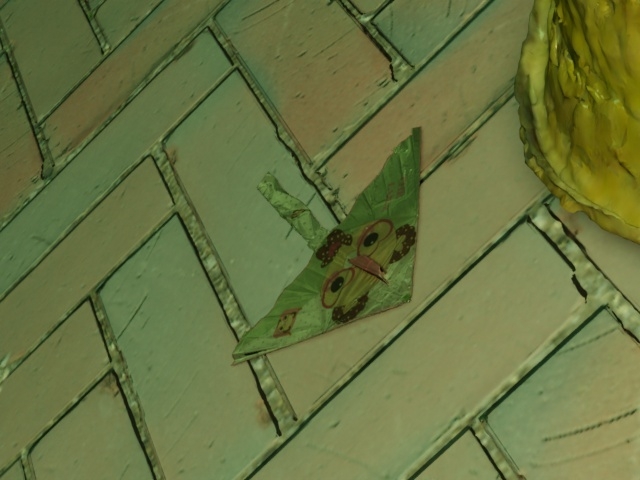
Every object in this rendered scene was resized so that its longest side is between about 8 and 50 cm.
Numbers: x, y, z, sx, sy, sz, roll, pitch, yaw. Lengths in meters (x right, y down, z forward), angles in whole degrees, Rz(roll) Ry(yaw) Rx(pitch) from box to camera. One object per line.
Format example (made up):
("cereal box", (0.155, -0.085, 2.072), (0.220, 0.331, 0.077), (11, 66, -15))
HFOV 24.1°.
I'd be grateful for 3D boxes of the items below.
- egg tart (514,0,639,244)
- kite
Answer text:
("egg tart", (0.273, -0.192, 0.855), (0.443, 0.178, 0.443), (-30, 40, 29))
("kite", (0.001, 0.001, 1.124), (0.229, 0.012, 0.250), (-49, 33, -1))
